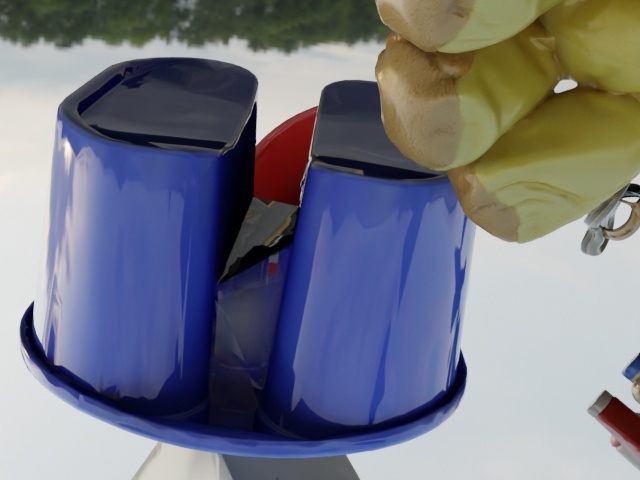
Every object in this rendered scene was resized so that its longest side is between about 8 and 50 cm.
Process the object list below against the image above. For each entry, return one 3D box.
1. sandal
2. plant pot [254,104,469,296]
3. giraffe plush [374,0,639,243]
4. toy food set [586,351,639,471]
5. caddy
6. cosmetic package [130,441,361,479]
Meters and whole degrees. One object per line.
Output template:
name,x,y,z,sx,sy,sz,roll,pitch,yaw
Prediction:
sandal,0.281,-0.025,1.053,0.049,0.072,0.180,27,166,16
plant pot,0.055,0.013,1.266,0.275,0.275,0.243,15,164,23
giraffe plush,0.119,-0.125,0.484,0.210,0.181,0.170,-8,-132,-1
toy food set,0.287,0.132,0.932,0.104,0.111,0.232,41,170,10
caddy,-0.034,0.008,0.648,0.241,0.179,0.341,7,-163,0
cosmetic package,-0.061,0.276,0.868,0.138,0.225,0.224,11,-144,-44
